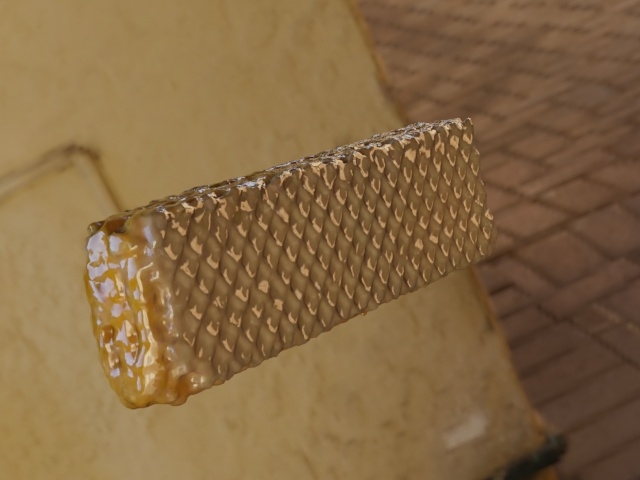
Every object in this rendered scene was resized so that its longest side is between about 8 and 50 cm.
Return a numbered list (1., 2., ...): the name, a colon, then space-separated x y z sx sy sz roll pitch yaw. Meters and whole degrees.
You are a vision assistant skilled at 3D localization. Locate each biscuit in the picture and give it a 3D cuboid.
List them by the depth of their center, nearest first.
1. biscuit: 0.000 0.000 0.904 0.054 0.094 0.379 -7 7 30
